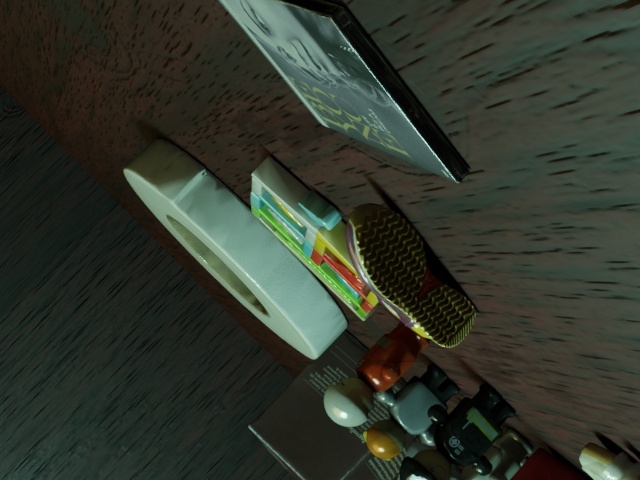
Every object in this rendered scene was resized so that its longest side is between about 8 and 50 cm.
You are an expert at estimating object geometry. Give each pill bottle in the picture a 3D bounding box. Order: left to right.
[{"bbox_3d":[0.296,0.231,1.484,0.083,0.043,0.043,43,171,16],"label":"pill bottle"}]

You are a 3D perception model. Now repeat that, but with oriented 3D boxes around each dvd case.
[{"bbox_3d":[0.007,-0.126,1.219,0.164,0.018,0.221,49,171,-30],"label":"dvd case"}]

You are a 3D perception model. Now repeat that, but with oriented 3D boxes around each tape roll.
[{"bbox_3d":[-0.122,0.013,2.330,0.392,0.072,0.392,43,172,7],"label":"tape roll"}]

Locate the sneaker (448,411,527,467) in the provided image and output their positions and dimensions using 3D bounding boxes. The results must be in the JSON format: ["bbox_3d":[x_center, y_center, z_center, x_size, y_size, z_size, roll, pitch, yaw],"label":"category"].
[{"bbox_3d":[0.210,0.267,2.022,0.161,0.057,0.075,40,177,43],"label":"sneaker"}]

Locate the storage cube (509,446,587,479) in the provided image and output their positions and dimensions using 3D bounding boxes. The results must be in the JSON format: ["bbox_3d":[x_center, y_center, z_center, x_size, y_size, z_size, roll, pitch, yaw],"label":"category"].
[{"bbox_3d":[0.282,0.383,1.818,0.193,0.183,0.215,34,166,44],"label":"storage cube"}]

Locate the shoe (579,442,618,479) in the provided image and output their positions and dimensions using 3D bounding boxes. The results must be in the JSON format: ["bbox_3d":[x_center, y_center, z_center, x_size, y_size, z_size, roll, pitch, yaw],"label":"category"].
[{"bbox_3d":[0.321,0.276,1.531,0.219,0.058,0.076,42,171,16],"label":"shoe"}]

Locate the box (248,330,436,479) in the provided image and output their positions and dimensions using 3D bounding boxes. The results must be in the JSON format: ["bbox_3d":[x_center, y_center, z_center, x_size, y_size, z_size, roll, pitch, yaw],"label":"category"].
[{"bbox_3d":[0.037,0.276,2.394,0.167,0.203,0.168,41,170,26],"label":"box"}]

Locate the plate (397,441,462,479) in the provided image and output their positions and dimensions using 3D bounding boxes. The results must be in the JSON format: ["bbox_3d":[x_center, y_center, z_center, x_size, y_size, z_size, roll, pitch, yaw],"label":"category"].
[{"bbox_3d":[0.204,0.460,2.319,0.277,0.278,0.045,37,141,-16],"label":"plate"}]

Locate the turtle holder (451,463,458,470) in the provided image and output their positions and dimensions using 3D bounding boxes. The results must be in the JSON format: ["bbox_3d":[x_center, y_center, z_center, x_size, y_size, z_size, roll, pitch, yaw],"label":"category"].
[{"bbox_3d":[0.206,0.506,2.602,0.320,0.243,0.227,40,-167,-36],"label":"turtle holder"}]

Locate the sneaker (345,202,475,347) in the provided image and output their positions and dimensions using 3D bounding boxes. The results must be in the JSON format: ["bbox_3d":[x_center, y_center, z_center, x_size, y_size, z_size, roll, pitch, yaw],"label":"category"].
[{"bbox_3d":[0.066,0.029,1.516,0.084,0.069,0.185,25,158,52],"label":"sneaker"}]

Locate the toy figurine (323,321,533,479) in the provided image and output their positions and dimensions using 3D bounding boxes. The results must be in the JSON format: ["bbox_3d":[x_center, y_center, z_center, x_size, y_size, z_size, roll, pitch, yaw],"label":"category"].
[{"bbox_3d":[0.124,0.222,1.904,0.213,0.148,0.209,39,170,30],"label":"toy figurine"}]

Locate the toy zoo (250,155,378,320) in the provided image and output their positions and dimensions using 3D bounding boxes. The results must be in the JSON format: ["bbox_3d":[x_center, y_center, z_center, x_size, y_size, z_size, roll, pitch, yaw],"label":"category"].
[{"bbox_3d":[0.000,0.000,1.817,0.192,0.030,0.293,44,172,4],"label":"toy zoo"}]
